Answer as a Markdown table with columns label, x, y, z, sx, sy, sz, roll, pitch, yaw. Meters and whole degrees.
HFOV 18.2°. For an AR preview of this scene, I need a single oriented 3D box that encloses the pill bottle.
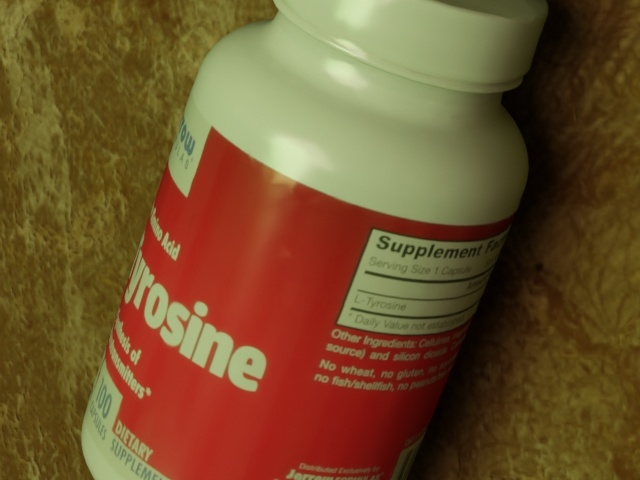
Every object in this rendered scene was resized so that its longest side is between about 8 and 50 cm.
| label | x | y | z | sx | sy | sz | roll | pitch | yaw |
| --- | --- | --- | --- | --- | --- | --- | --- | --- | --- |
| pill bottle | 0.000 | 0.000 | 1.333 | 0.229 | 0.229 | 0.407 | 33 | 115 | 30 |
